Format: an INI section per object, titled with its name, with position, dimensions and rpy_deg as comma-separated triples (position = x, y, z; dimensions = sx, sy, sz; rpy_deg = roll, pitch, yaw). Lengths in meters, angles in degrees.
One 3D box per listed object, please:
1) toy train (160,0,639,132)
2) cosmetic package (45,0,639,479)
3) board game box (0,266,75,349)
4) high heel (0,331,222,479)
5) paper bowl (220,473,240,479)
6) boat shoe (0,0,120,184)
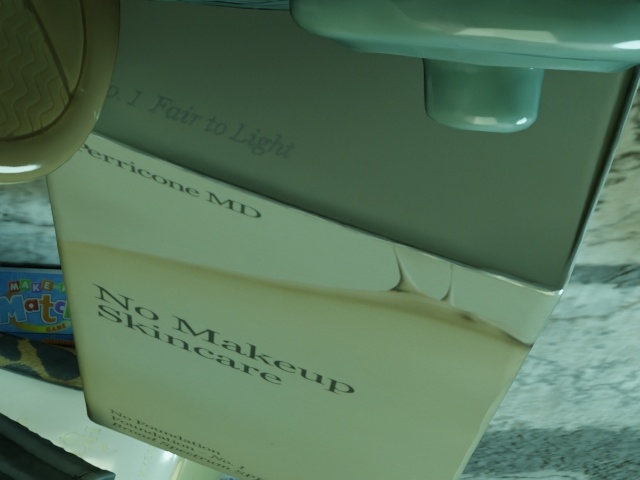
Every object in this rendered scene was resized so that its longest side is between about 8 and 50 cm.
[toy train]
position = 0.099, -0.098, 0.413
dimensions = 0.334, 0.142, 0.190
rpy_deg = 0, -173, -18
[cosmetic package]
position = 0.000, 0.000, 0.637
dimensions = 0.160, 0.113, 0.309
rpy_deg = 19, 159, 5
[board game box]
position = -0.159, 0.058, 0.922
dimensions = 0.211, 0.039, 0.160
rpy_deg = 4, 157, -13
[high heel]
position = -0.146, 0.073, 0.860
dimensions = 0.186, 0.093, 0.261
rpy_deg = 26, -175, 15
[paper bowl]
position = -0.079, 0.244, 1.257
dimensions = 0.284, 0.148, 0.284
rpy_deg = -3, 159, -1
[boat shoe]
position = -0.207, -0.103, 0.404
dimensions = 0.342, 0.123, 0.123
rpy_deg = 23, 158, -32
